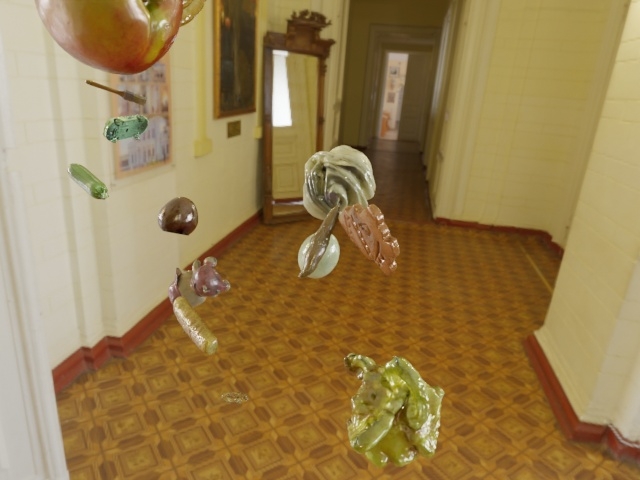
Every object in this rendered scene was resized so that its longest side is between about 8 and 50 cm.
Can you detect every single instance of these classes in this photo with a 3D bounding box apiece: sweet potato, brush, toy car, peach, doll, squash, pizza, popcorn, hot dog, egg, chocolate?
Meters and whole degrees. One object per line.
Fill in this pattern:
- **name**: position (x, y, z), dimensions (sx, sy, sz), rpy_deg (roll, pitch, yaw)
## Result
- **sweet potato**: position (0.000, 0.000, 1.460), dimensions (0.067, 0.273, 0.067), rpy_deg (23, -16, 7)
- **brush**: position (-0.606, -0.442, 1.360), dimensions (0.170, 0.014, 0.043), rpy_deg (15, -23, -27)
- **toy car**: position (-0.694, -0.403, 1.629), dimensions (0.058, 0.093, 0.186), rpy_deg (36, 32, 8)
- **peach**: position (-0.482, -0.535, 1.028), dimensions (0.333, 0.307, 0.308), rpy_deg (8, 19, 22)
- **doll**: position (-0.521, 0.186, 1.916), dimensions (0.256, 0.196, 0.152), rpy_deg (-26, -23, 20)
- **squash**: position (-0.899, -0.225, 1.774), dimensions (0.219, 0.077, 0.068), rpy_deg (36, 58, 19)
- **pizza**: position (-0.238, 0.437, 1.275), dimensions (0.083, 0.016, 0.037), rpy_deg (17, 30, -32)
- **popcorn**: position (0.206, 0.455, 1.250), dimensions (0.290, 0.325, 0.321), rpy_deg (15, 21, -9)
- **hot dog**: position (-0.415, 0.274, 1.493), dimensions (0.061, 0.087, 0.286), rpy_deg (-14, 28, -35)
- **egg**: position (-0.007, 0.067, 2.145), dimensions (0.187, 0.253, 0.186), rpy_deg (18, 37, -14)
- **chocolate**: position (-0.605, -0.107, 1.953), dimensions (0.177, 0.176, 0.176), rpy_deg (4, 19, -1)

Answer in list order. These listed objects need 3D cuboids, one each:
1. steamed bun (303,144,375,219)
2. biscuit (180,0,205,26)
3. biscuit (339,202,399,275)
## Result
- **steamed bun**: position (0.071, -0.254, 2.102), dimensions (0.353, 0.338, 0.247), rpy_deg (-8, 13, 18)
- **biscuit**: position (-0.458, -0.792, 1.408), dimensions (0.102, 0.296, 0.296), rpy_deg (43, 33, 16)
- **biscuit**: position (0.149, -0.019, 1.533), dimensions (0.043, 0.283, 0.306), rpy_deg (-34, 34, -18)
